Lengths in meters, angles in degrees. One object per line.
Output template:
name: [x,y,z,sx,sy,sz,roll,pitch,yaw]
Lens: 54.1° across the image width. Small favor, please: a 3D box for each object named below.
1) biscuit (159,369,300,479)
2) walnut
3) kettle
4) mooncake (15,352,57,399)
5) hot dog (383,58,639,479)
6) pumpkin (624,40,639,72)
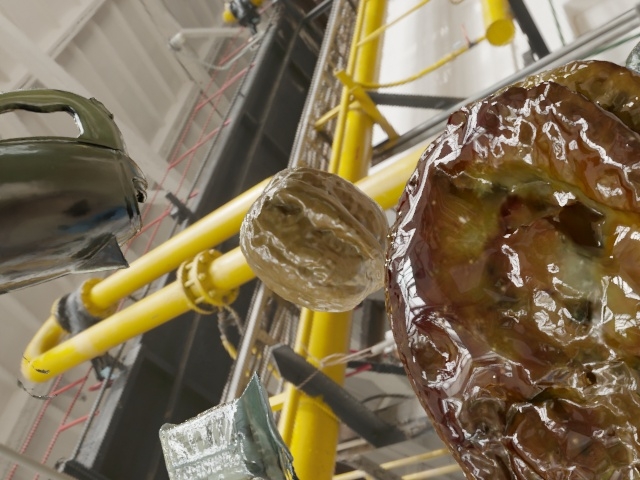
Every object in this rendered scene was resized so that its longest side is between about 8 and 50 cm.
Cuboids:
biscuit: [-0.164,0.353,1.038,0.079,0.309,0.186,1,-118,-50]
walnut: [0.000,0.000,1.032,0.257,0.257,0.225,48,-123,-24]
kettle: [-0.435,-0.085,0.954,0.323,0.228,0.321,-14,-103,-17]
mooncake: [-0.553,0.161,0.947,0.150,0.346,0.057,22,-98,-59]
hot dog: [0.200,0.068,0.402,0.388,0.267,0.174,54,-144,8]
pumpkin: [0.572,-0.262,0.999,0.167,0.167,0.125,57,-149,-10]
